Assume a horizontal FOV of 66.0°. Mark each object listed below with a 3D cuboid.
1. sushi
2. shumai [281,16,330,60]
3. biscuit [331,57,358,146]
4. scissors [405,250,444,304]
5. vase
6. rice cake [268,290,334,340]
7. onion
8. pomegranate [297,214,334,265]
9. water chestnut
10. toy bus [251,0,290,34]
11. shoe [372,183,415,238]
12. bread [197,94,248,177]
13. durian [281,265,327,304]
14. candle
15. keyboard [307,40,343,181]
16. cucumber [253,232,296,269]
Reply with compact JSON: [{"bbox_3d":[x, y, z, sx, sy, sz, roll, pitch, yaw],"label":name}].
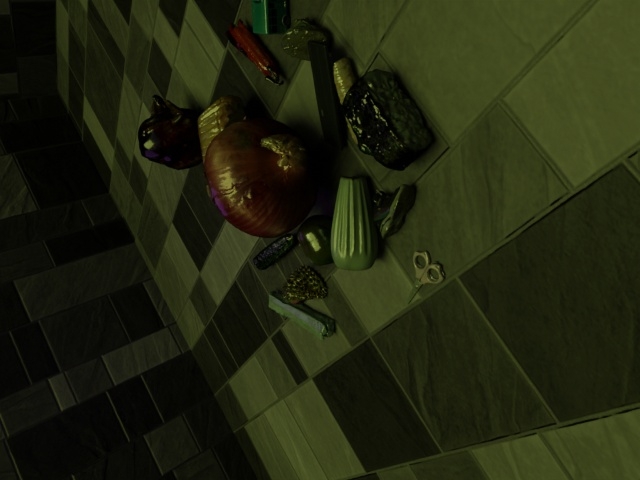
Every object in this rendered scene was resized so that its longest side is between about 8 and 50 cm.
[{"bbox_3d":[0.146,-0.267,1.118,0.225,0.124,0.127,57,144,6],"label":"sushi"},{"bbox_3d":[-0.035,-0.526,1.266,0.099,0.123,0.087,99,178,-62],"label":"shumai"},{"bbox_3d":[0.080,-0.340,1.226,0.055,0.061,0.219,-12,101,31],"label":"biscuit"},{"bbox_3d":[0.254,0.109,1.269,0.100,0.015,0.189,48,142,28],"label":"scissors"},{"bbox_3d":[0.089,-0.048,1.314,0.128,0.128,0.248,11,107,50],"label":"vase"},{"bbox_3d":[-0.077,0.256,1.738,0.336,0.063,0.066,21,115,48],"label":"rice cake"},{"bbox_3d":[-0.162,-0.185,1.379,0.353,0.353,0.354,28,129,42],"label":"onion"},{"bbox_3d":[0.000,0.000,1.460,0.152,0.131,0.191,62,167,-1],"label":"pomegranate"},{"bbox_3d":[-0.555,-0.398,1.868,0.289,0.289,0.244,15,88,48],"label":"water chestnut"},{"bbox_3d":[-0.138,-0.640,1.320,0.079,0.091,0.160,28,129,40],"label":"toy bus"},{"bbox_3d":[0.169,-0.088,1.232,0.099,0.071,0.169,50,144,28],"label":"shoe"},{"bbox_3d":[-0.296,-0.322,1.567,0.149,0.274,0.274,-5,110,8],"label":"bread"},{"bbox_3d":[-0.075,0.153,1.638,0.186,0.108,0.119,0,108,53],"label":"durian"},{"bbox_3d":[-0.196,-0.556,1.470,0.302,0.059,0.084,54,154,22],"label":"candle"},{"bbox_3d":[0.019,-0.324,1.299,0.103,0.041,0.381,43,145,48],"label":"keyboard"},{"bbox_3d":[-0.151,0.033,1.714,0.293,0.067,0.068,-35,80,52],"label":"cucumber"}]
